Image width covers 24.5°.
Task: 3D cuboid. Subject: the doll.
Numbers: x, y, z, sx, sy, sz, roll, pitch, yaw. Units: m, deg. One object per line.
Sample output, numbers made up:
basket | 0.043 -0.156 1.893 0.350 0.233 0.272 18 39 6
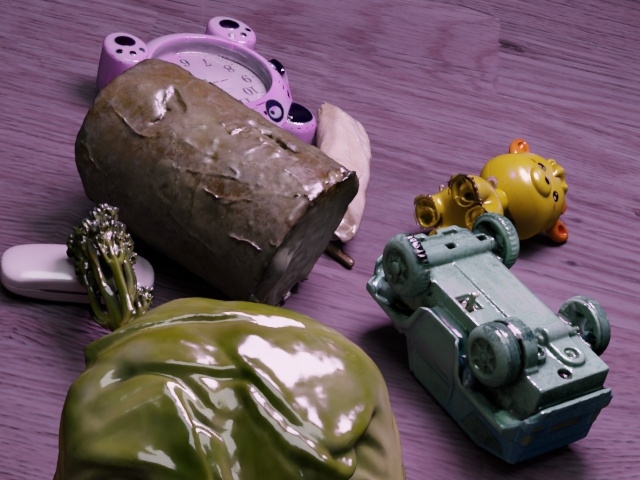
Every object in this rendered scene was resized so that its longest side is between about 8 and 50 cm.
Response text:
doll | 0.229 -0.046 1.809 0.221 0.135 0.143 -19 80 -45

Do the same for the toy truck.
toy truck | 0.175 0.096 1.549 0.155 0.156 0.279 -13 44 -33

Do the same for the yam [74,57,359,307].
yam | -0.121 -0.062 1.629 0.300 0.195 0.195 33 40 23

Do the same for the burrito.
burrito | 0.022 -0.089 1.816 0.082 0.059 0.275 32 29 -15

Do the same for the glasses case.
glasses case | -0.260 0.036 1.573 0.164 0.041 0.063 5 40 -15

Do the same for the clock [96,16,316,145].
clock | -0.141 -0.182 1.873 0.227 0.090 0.248 -16 47 -35

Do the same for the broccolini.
broccolini | -0.168 0.127 1.448 0.074 0.079 0.392 -3 53 -30

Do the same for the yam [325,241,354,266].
yam | 0.000 0.000 1.738 0.107 0.014 0.014 35 40 26

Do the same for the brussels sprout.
brussels sprout | -0.080 0.200 1.210 0.328 0.247 0.328 -2 71 5
